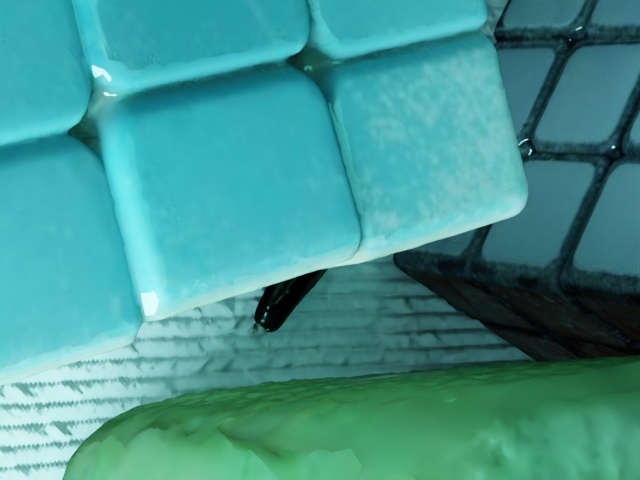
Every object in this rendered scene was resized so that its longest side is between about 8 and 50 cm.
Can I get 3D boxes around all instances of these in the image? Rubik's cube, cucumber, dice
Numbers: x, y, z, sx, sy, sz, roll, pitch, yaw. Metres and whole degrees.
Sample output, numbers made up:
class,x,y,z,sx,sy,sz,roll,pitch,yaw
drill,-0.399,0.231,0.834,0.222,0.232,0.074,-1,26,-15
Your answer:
class,x,y,z,sx,sy,sz,roll,pitch,yaw
Rubik's cube,-0.149,-0.112,0.720,0.316,0.318,0.322,-16,94,-38
cucumber,-0.002,-0.001,0.994,0.034,0.033,0.135,33,58,17
dice,0.062,0.229,0.831,0.318,0.322,0.330,-3,85,-37
Rubik's cube,0.313,-0.042,1.013,0.344,0.343,0.337,33,76,-33
